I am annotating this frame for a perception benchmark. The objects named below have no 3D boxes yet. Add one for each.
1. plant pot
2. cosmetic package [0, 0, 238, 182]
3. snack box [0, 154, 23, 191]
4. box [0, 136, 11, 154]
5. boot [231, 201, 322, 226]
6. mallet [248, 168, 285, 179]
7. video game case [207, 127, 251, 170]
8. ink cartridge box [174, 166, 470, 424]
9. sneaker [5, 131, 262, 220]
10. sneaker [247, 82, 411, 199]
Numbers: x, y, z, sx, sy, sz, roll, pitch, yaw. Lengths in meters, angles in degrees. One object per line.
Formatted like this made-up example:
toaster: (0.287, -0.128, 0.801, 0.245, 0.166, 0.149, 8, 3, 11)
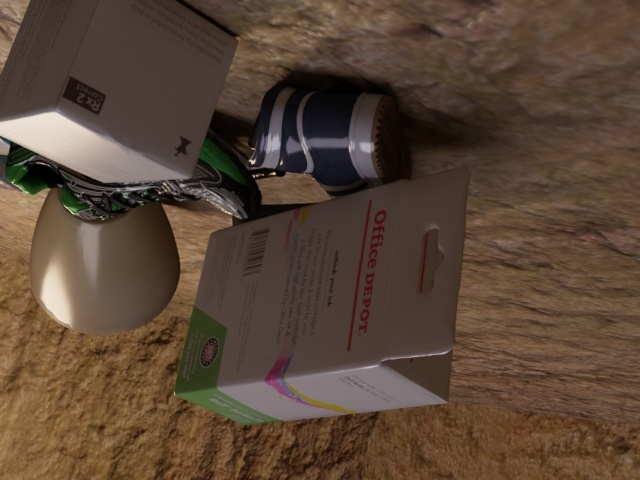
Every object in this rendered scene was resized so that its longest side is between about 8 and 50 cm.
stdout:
plant pot: (-0.352, -0.015, 1.617, 0.256, 0.256, 0.274, 17, 152, 0)
cosmetic package: (-0.207, -0.154, 0.980, 0.151, 0.151, 0.184, 27, 165, -37)
snack box: (-0.625, -0.152, 1.710, 0.207, 0.070, 0.174, 11, 166, 34)
box: (-0.497, -0.190, 1.405, 0.101, 0.060, 0.244, 12, 166, 23)
boot: (0.000, 0.003, 1.252, 0.209, 0.076, 0.189, -2, -151, -16)
mallet: (-0.122, -0.087, 1.335, 0.062, 0.039, 0.190, 28, 158, -31)
video game case: (-0.190, -0.132, 1.341, 0.157, 0.019, 0.143, 10, 165, 29)
ink cartridge box: (0.026, 0.068, 1.042, 0.353, 0.207, 0.119, -13, 145, 38)
sneaker: (-0.234, -0.078, 1.262, 0.344, 0.146, 0.134, 14, 161, 17)
sneaker: (0.013, -0.082, 1.103, 0.153, 0.099, 0.282, 9, 159, 14)
